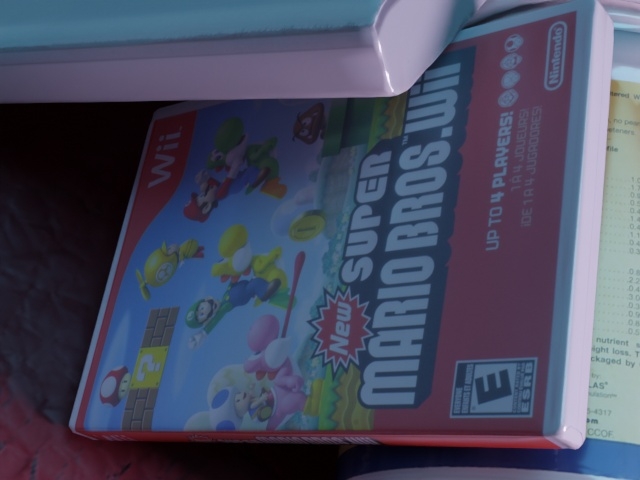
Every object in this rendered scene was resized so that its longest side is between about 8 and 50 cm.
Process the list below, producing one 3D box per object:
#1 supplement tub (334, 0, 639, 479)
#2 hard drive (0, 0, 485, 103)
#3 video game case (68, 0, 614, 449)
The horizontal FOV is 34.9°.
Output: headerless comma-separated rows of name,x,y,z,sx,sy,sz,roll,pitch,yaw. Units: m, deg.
supplement tub,0.136,0.030,0.558,0.228,0.228,0.316,16,65,-15
hard drive,-0.067,-0.152,0.598,0.353,0.047,0.233,5,38,32
video game case,0.000,0.000,0.507,0.025,0.285,0.204,35,57,-45
